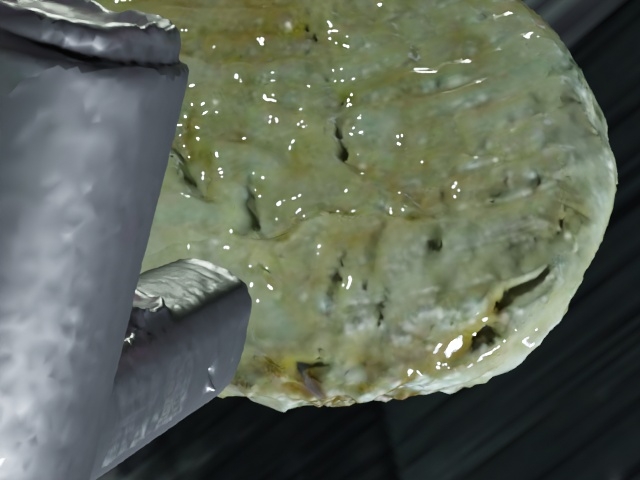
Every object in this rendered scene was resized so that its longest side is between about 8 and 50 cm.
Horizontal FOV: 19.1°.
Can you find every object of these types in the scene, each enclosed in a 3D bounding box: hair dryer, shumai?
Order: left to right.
[{"bbox_3d":[-0.073,0.033,0.480,0.089,0.197,0.251,16,9,12],"label":"hair dryer"},{"bbox_3d":[0.000,0.000,0.818,0.272,0.222,0.203,46,-21,38],"label":"shumai"}]
